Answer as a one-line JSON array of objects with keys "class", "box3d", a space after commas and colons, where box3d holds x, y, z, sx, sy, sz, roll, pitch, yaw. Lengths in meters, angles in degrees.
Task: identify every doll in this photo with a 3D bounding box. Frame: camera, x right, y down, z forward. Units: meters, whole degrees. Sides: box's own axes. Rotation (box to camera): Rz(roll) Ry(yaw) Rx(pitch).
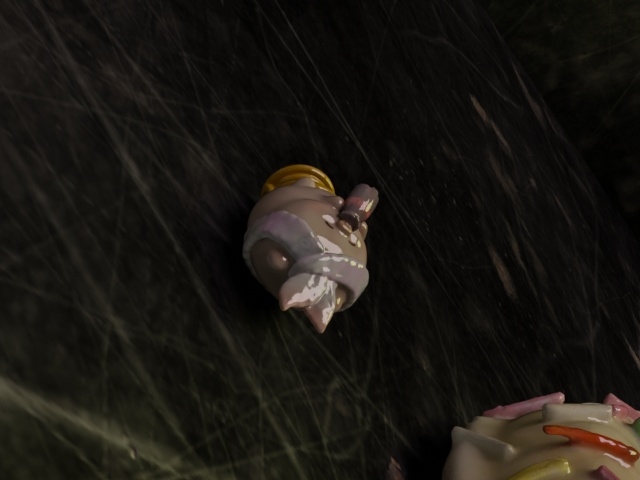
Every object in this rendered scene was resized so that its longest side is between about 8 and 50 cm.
[{"class": "doll", "box3d": [0.000, 0.000, 0.630, 0.073, 0.084, 0.127, 47, 16, -29]}]

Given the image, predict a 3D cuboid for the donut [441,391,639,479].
[{"class": "donut", "box3d": [0.210, 0.269, 0.708, 0.382, 0.142, 0.382, 50, 23, -30]}]
